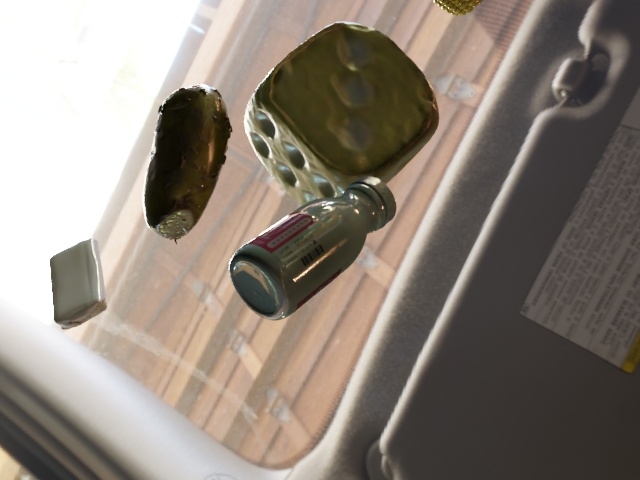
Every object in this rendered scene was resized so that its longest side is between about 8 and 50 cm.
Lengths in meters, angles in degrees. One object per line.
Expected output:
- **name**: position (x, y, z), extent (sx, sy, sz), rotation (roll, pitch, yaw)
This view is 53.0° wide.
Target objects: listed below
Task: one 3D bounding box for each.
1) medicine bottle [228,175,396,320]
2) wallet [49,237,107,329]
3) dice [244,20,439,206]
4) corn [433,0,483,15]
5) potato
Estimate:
- **medicine bottle**: position (0.000, 0.000, 0.736), extent (0.217, 0.090, 0.090), rotation (-36, -167, -38)
- **wallet**: position (-0.419, 0.073, 1.106), extent (0.095, 0.033, 0.190), rotation (-27, -134, 0)
- **dice**: position (0.032, -0.189, 1.057), extent (0.233, 0.238, 0.227), rotation (-40, 176, -20)
- **corn**: position (0.159, -0.446, 0.982), extent (0.093, 0.244, 0.093), rotation (-42, -152, 29)
- **potato**: position (-0.206, -0.118, 0.987), extent (0.149, 0.113, 0.251), rotation (5, -94, 63)
